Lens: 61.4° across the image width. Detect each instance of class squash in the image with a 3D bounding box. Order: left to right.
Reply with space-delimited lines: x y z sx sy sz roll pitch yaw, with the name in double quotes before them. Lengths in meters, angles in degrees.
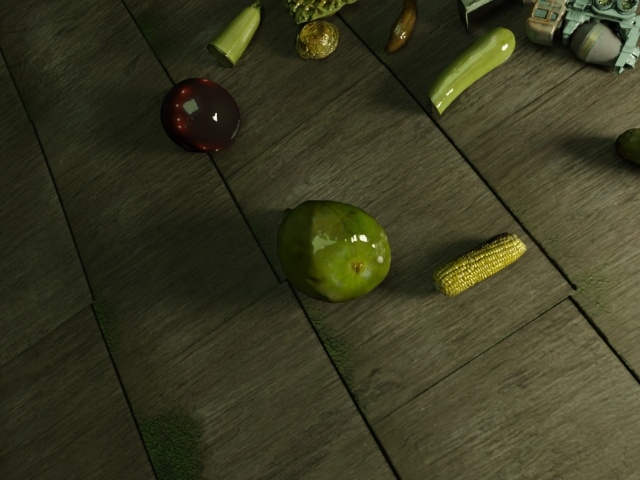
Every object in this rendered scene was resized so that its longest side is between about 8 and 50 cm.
"squash" -0.233 -0.611 1.561 0.094 0.094 0.224 25 76 25
"squash" 0.351 -0.405 1.274 0.250 0.083 0.083 -40 64 6

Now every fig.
"fig" -0.002 0.024 1.214 0.314 0.233 0.233 -3 69 49

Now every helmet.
"helmet" -0.324 -0.337 1.453 0.216 0.193 0.189 23 79 -4

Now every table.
"table" 0.396 -0.594 1.264 0.146 0.175 0.062 -26 65 11

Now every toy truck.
"toy truck" 0.584 -0.470 1.197 0.256 0.108 0.140 24 96 22

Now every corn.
"corn" 0.332 0.049 1.136 0.203 0.072 0.072 -30 65 7

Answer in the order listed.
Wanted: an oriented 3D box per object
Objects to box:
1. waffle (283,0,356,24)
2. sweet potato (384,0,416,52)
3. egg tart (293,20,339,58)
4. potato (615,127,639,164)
"waffle" -0.001 -0.706 1.515 0.223 0.054 0.204 -17 68 12
"sweet potato" 0.218 -0.567 1.390 0.053 0.054 0.182 20 78 15
"egg tart" -0.013 -0.551 1.470 0.130 0.052 0.130 -6 70 15
"potato" 0.682 -0.177 1.066 0.188 0.105 0.085 27 102 38
